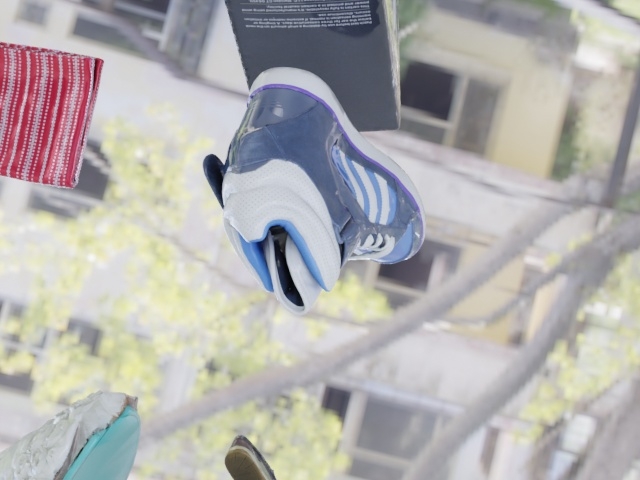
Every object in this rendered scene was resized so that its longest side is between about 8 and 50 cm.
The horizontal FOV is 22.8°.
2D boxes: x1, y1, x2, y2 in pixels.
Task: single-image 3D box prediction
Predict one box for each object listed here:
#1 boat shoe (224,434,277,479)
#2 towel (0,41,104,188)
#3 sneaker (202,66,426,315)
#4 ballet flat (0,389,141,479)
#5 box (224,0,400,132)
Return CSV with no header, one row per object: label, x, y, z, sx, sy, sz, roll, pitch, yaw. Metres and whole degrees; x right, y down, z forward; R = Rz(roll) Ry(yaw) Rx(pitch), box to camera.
boat shoe,-0.079,0.319,2.090,0.056,0.049,0.152,-9,125,19
towel,-0.452,-0.191,2.321,0.275,0.199,0.031,11,178,27
sneaker,0.000,0.000,1.647,0.130,0.236,0.323,-9,142,27
ballet flat,-0.297,0.292,1.602,0.147,0.409,0.147,14,-147,-10
box,-0.004,-0.349,1.851,0.179,0.343,0.312,-2,151,5
